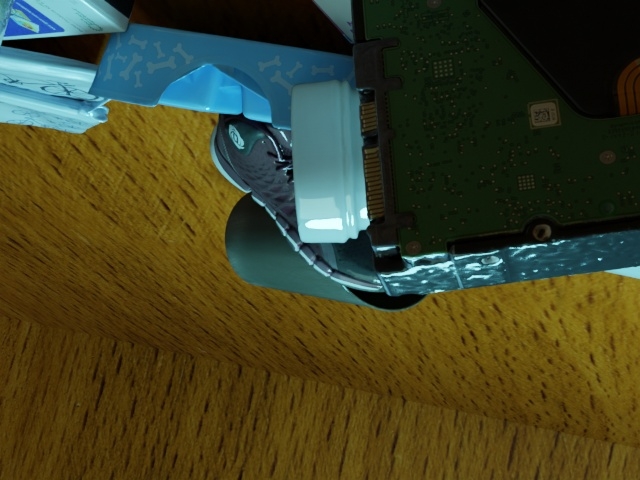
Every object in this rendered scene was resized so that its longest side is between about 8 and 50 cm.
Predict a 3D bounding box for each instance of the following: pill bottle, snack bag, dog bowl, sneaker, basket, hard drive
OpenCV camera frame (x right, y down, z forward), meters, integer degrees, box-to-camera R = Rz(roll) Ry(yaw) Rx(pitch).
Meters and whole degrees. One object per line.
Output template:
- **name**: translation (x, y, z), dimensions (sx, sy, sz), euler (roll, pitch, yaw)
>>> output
- **pill bottle**: translation (0.139, -0.071, 1.074), dimensions (0.319, 0.176, 0.176), euler (-3, 163, 3)
- **snack bag**: translation (-0.382, -0.168, 1.433), dimensions (0.323, 0.037, 0.342), euler (8, 174, -20)
- **dog bowl**: translation (-0.067, -0.148, 1.240), dimensions (0.297, 0.074, 0.166), euler (11, -174, 14)
- **sneaker**: translation (-0.011, -0.065, 1.388), dimensions (0.281, 0.106, 0.162), euler (37, 160, 16)
- **basket**: translation (0.000, 0.000, 1.651), dimensions (0.227, 0.154, 0.204), euler (3, 165, 46)
- **hard drive**: translation (0.190, -0.102, 0.771), dimensions (0.339, 0.236, 0.064), euler (-8, 155, 9)

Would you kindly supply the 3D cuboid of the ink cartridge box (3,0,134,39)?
- **ink cartridge box**: translation (-0.342, -0.247, 1.241), dimensions (0.333, 0.065, 0.165), euler (2, 160, 35)

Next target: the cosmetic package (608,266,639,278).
- **cosmetic package**: translation (0.282, -0.051, 1.302), dimensions (0.377, 0.097, 0.284), euler (13, 163, 5)

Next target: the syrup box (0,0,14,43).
- **syrup box**: translation (-0.275, -0.214, 0.966), dimensions (0.096, 0.236, 0.093), euler (10, 165, 15)

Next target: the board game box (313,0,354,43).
- **board game box**: translation (0.063, -0.234, 0.914), dimensions (0.242, 0.064, 0.316), euler (5, 162, 30)
